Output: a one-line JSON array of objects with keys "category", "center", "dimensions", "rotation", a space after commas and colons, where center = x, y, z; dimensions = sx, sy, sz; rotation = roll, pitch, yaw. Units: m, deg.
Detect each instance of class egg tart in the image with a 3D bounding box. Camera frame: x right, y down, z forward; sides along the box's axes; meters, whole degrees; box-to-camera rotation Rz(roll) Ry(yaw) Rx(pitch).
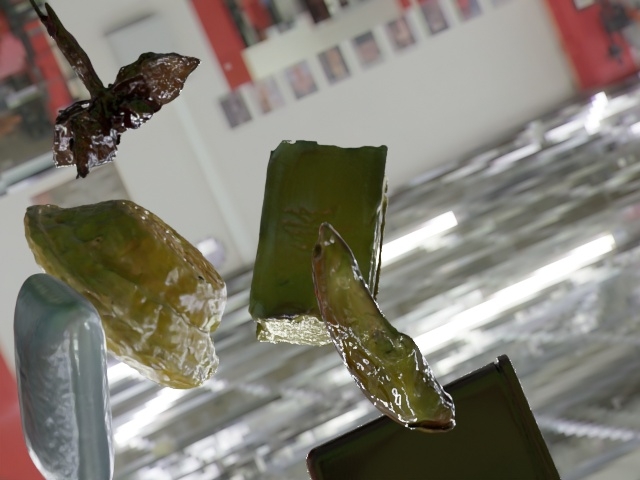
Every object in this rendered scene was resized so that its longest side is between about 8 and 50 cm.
[{"category": "egg tart", "center": [-0.213, 0.043, 1.995], "dimensions": [0.128, 0.319, 0.319], "rotation": [-44, -175, 7]}]

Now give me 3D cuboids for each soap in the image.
[{"category": "soap", "center": [0.000, 0.001, 1.845], "dimensions": [0.135, 0.233, 0.076], "rotation": [3, 149, 8]}]

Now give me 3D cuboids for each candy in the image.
[{"category": "candy", "center": [-0.215, 0.123, 1.390], "dimensions": [0.071, 0.174, 0.138], "rotation": [-9, -165, -23]}]

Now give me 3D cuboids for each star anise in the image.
[{"category": "star anise", "center": [-0.206, -0.143, 1.457], "dimensions": [0.158, 0.144, 0.140], "rotation": [-45, -159, -17]}]

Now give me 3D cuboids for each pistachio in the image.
[{"category": "pistachio", "center": [0.034, 0.069, 1.125], "dimensions": [0.049, 0.173, 0.089], "rotation": [-36, -164, -4]}]

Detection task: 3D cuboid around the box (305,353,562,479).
[{"category": "box", "center": [0.152, 0.327, 1.627], "dimensions": [0.229, 0.239, 0.339], "rotation": [-23, -128, 1]}]
